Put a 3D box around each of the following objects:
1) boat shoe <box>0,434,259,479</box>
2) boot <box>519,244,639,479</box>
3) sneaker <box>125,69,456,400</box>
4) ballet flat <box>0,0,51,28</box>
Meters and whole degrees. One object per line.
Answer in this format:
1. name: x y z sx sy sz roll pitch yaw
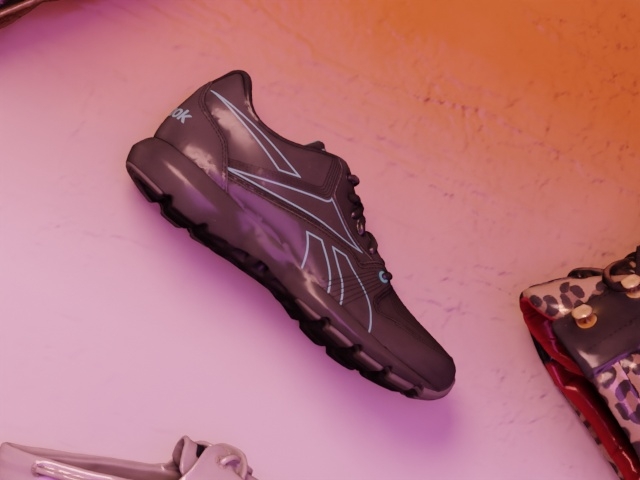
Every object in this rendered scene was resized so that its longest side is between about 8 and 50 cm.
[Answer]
1. boat shoe: -0.083 0.171 1.275 0.267 0.096 0.088 4 93 -5
2. boot: 0.265 -0.016 1.335 0.284 0.138 0.377 -30 89 -6
3. sneaker: 0.000 0.000 1.291 0.267 0.101 0.106 42 78 -10
4. ballet flat: -0.229 -0.173 1.224 0.342 0.124 0.116 -21 94 -13
